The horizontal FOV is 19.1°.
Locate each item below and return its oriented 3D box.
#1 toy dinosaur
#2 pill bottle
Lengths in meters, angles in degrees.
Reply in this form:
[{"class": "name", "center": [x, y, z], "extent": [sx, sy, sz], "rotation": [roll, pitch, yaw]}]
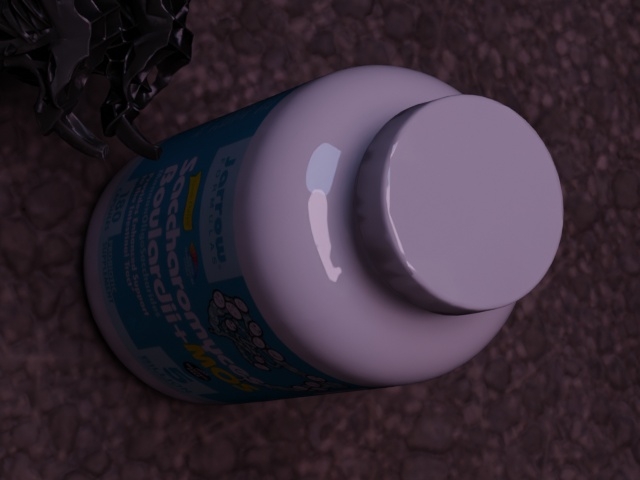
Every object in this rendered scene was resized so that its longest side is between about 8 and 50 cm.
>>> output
[{"class": "toy dinosaur", "center": [-0.178, -0.116, 0.890], "extent": [0.164, 0.218, 0.322], "rotation": [-58, 152, -59]}, {"class": "pill bottle", "center": [0.000, 0.000, 0.899], "extent": [0.146, 0.264, 0.146], "rotation": [5, 80, -29]}]
